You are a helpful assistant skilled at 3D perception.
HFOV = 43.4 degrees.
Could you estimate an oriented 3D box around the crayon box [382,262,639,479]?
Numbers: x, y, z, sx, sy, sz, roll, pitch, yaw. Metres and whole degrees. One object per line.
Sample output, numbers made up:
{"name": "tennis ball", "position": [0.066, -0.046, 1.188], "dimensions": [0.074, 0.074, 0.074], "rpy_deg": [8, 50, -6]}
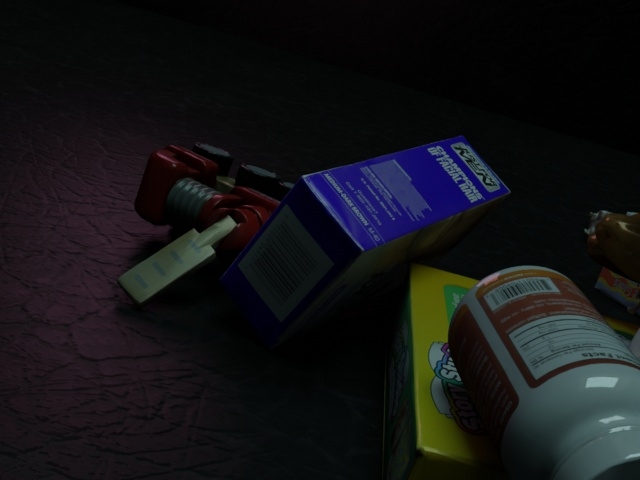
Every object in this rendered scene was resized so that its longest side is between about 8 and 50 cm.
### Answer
{"name": "crayon box", "position": [0.223, 0.172, 0.780], "dimensions": [0.313, 0.106, 0.363], "rpy_deg": [15, 22, 0]}

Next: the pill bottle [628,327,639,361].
{"name": "pill bottle", "position": [0.403, 0.143, 0.588], "dimensions": [0.318, 0.176, 0.176], "rpy_deg": [44, 27, 9]}

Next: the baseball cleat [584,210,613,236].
{"name": "baseball cleat", "position": [0.575, 0.012, 1.520], "dimensions": [0.110, 0.072, 0.206], "rpy_deg": [26, 23, -11]}

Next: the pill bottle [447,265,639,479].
{"name": "pill bottle", "position": [0.176, 0.118, 0.582], "dimensions": [0.121, 0.121, 0.216], "rpy_deg": [11, 25, -13]}

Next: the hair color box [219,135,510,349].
{"name": "hair color box", "position": [0.064, -0.008, 0.947], "dimensions": [0.110, 0.185, 0.339], "rpy_deg": [51, 38, 13]}

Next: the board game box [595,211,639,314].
{"name": "board game box", "position": [0.616, 0.046, 1.334], "dimensions": [0.275, 0.142, 0.144], "rpy_deg": [0, 26, -37]}

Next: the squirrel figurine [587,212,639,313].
{"name": "squirrel figurine", "position": [0.495, 0.046, 0.842], "dimensions": [0.397, 0.281, 0.370], "rpy_deg": [37, 23, 1]}

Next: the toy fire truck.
{"name": "toy fire truck", "position": [-0.155, -0.021, 0.979], "dimensions": [0.217, 0.158, 0.246], "rpy_deg": [27, 13, 25]}
